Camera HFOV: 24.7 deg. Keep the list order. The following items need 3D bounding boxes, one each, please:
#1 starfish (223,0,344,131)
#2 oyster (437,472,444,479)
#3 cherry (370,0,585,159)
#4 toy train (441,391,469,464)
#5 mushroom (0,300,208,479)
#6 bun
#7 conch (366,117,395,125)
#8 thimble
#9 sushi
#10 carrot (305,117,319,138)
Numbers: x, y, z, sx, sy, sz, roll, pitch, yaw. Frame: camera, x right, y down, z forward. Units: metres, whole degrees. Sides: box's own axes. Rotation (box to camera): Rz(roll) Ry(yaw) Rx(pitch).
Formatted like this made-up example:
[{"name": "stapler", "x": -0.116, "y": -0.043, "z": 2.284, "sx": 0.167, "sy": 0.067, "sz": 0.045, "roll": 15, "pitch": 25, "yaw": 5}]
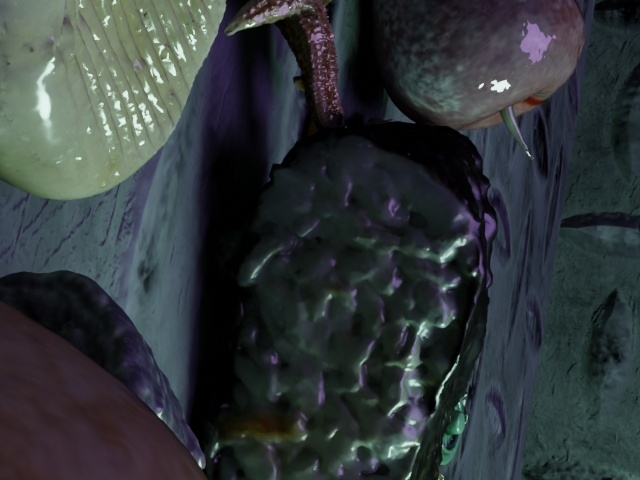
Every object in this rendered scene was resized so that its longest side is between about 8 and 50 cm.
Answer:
[{"name": "starfish", "x": -0.022, "y": -0.186, "z": 1.120, "sx": 0.216, "sy": 0.071, "sz": 0.238, "roll": -89, "pitch": 160, "yaw": -56}, {"name": "oyster", "x": 0.052, "y": 0.219, "z": 1.297, "sx": 0.132, "sy": 0.029, "sz": 0.086, "roll": 38, "pitch": 69, "yaw": -19}, {"name": "cherry", "x": 0.154, "y": -0.210, "z": 1.464, "sx": 0.236, "sy": 0.213, "sz": 0.285, "roll": -111, "pitch": -179, "yaw": -85}, {"name": "toy train", "x": 0.046, "y": 0.283, "z": 1.402, "sx": 0.237, "sy": 0.150, "sz": 0.369, "roll": -34, "pitch": 123, "yaw": -55}, {"name": "mushroom", "x": -0.174, "y": 0.157, "z": 0.466, "sx": 0.290, "sy": 0.297, "sz": 0.297, "roll": -63, "pitch": 168, "yaw": 17}, {"name": "bun", "x": -0.130, "y": -0.135, "z": 0.689, "sx": 0.231, "sy": 0.133, "sz": 0.231, "roll": 19, "pitch": 90, "yaw": -72}, {"name": "conch", "x": 0.071, "y": -0.023, "z": 1.442, "sx": 0.178, "sy": 0.163, "sz": 0.245, "roll": 49, "pitch": 60, "yaw": -24}, {"name": "thimble", "x": -0.140, "y": 0.096, "z": 0.718, "sx": 0.098, "sy": 0.150, "sz": 0.150, "roll": 67, "pitch": 33, "yaw": -52}, {"name": "sushi", "x": 0.022, "y": 0.076, "z": 1.151, "sx": 0.171, "sy": 0.211, "sz": 0.350, "roll": -27, "pitch": 127, "yaw": -75}, {"name": "carrot", "x": 0.000, "y": 0.000, "z": 1.301, "sx": 0.059, "sy": 0.059, "sz": 0.248, "roll": 9, "pitch": 84, "yaw": -73}]
